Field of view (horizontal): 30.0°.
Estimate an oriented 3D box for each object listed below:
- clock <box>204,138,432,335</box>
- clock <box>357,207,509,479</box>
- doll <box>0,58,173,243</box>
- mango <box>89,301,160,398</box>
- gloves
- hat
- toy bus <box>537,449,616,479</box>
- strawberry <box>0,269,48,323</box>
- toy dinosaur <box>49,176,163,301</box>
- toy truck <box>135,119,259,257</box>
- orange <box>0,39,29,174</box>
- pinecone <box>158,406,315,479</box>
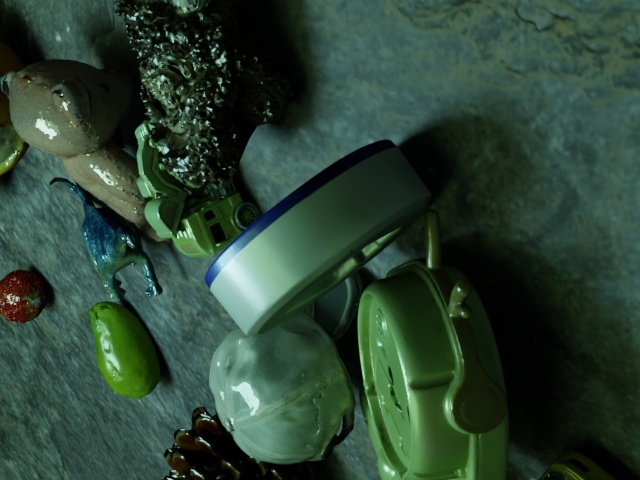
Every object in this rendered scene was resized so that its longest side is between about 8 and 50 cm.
[{"bbox_3d":[0.000,0.000,1.167,0.083,0.230,0.230,53,148,5],"label":"clock"},{"bbox_3d":[0.105,0.127,1.170,0.235,0.096,0.308,-111,16,-52],"label":"clock"},{"bbox_3d":[-0.270,-0.128,1.558,0.201,0.156,0.303,22,160,47],"label":"doll"},{"bbox_3d":[-0.309,0.171,1.864,0.165,0.091,0.074,63,158,-8],"label":"mango"},{"bbox_3d":[-0.132,-0.207,1.269,0.210,0.135,0.312,31,138,38],"label":"gloves"},{"bbox_3d":[-0.048,0.123,1.382,0.232,0.161,0.275,124,147,-53],"label":"hat"},{"bbox_3d":[0.225,0.363,1.223,0.145,0.151,0.331,44,144,22],"label":"toy bus"},{"bbox_3d":[-0.524,0.102,2.106,0.106,0.106,0.106,34,140,35],"label":"strawberry"},{"bbox_3d":[-0.294,0.001,1.687,0.363,0.076,0.147,35,148,61],"label":"toy dinosaur"},{"bbox_3d":[-0.163,-0.068,1.443,0.085,0.116,0.191,-3,112,57],"label":"toy truck"},{"bbox_3d":[-0.532,-0.196,1.735,0.240,0.240,0.240,34,140,35],"label":"orange"},{"bbox_3d":[-0.116,0.320,1.612,0.221,0.221,0.221,34,140,35],"label":"pinecone"}]
